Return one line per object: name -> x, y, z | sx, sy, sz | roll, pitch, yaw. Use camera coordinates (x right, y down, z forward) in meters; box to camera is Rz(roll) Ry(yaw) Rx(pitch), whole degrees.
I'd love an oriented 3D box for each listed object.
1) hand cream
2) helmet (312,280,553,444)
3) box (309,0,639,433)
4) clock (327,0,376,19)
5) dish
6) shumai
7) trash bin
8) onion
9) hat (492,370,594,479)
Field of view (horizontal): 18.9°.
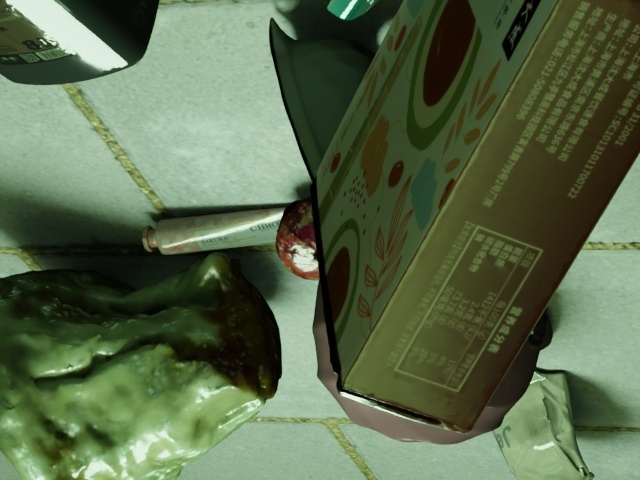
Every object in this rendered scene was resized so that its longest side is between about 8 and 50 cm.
hand cream -> -0.110, -0.011, 2.284 | 0.209, 0.043, 0.067 | -6, 145, 19
helmet -> 0.130, 0.147, 2.318 | 0.271, 0.197, 0.338 | -11, 144, 32
box -> 0.132, -0.102, 1.532 | 0.122, 0.344, 0.385 | 20, 117, -15
clock -> 0.024, -0.336, 1.508 | 0.231, 0.116, 0.262 | 48, 149, 6
dish -> 0.059, -0.089, 1.885 | 0.120, 0.303, 0.303 | -22, 144, 8
shumai -> -0.214, 0.151, 2.359 | 0.323, 0.324, 0.397 | -21, 177, 19
trash bin -> -0.289, -0.269, 1.735 | 0.209, 0.182, 0.290 | -6, 153, 29
onion -> 0.000, 0.000, 2.200 | 0.107, 0.097, 0.107 | -5, 133, -5
hat -> 0.238, 0.261, 2.560 | 0.244, 0.149, 0.214 | -2, 150, 3
